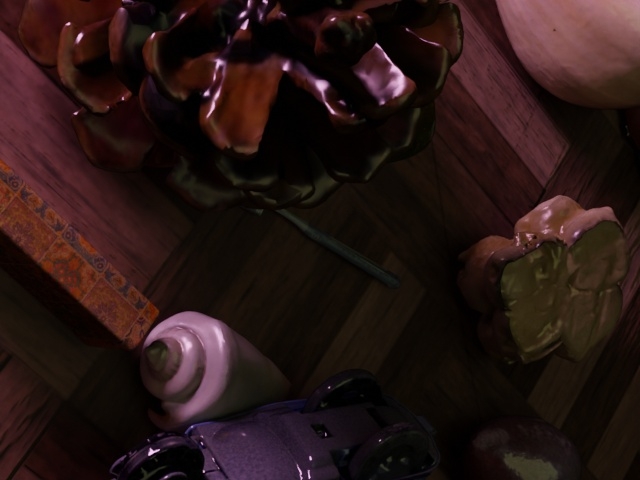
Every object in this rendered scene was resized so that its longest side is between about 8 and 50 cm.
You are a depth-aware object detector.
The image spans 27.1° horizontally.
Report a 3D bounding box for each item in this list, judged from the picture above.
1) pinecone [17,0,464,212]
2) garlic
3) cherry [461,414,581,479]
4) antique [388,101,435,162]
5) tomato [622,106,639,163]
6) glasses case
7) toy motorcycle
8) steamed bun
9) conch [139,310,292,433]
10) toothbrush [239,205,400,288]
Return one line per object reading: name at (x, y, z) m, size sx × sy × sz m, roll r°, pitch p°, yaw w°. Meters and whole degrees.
pinecone at (-0.047, -0.192, 1.024) m, size 0.384 × 0.384 × 0.384 m, roll -1°, pitch 92°, yaw -38°
garlic at (0.329, -0.302, 1.430) m, size 0.313 × 0.286 × 0.249 m, roll 33°, pitch 42°, yaw -30°
cherry at (0.198, 0.273, 1.405) m, size 0.188 × 0.115 × 0.148 m, roll -61°, pitch 143°, yaw -13°
antique at (0.043, -0.180, 1.289) m, size 0.081 × 0.080 × 0.221 m, roll -42°, pitch 115°, yaw -31°
tomato at (0.472, -0.145, 1.607) m, size 0.199 × 0.112 × 0.228 m, roll -45°, pitch 119°, yaw -30°
glasses case at (-0.231, 0.005, 1.087) m, size 0.218 × 0.075 × 0.049 m, roll 48°, pitch 63°, yaw -28°
toy motorcycle at (-0.046, 0.234, 1.176) m, size 0.359 × 0.125 × 0.212 m, roll -5°, pitch 128°, yaw -35°
steamed bun at (0.239, 0.049, 1.436) m, size 0.177 × 0.106 × 0.192 m, roll -28°, pitch 121°, yaw -20°
conch at (-0.099, 0.126, 1.206) m, size 0.176 × 0.094 × 0.104 m, roll 36°, pitch 53°, yaw -61°
toothbrush at (0.000, 0.000, 1.302) m, size 0.219 × 0.016 × 0.019 m, roll 30°, pitch 75°, yaw -34°
